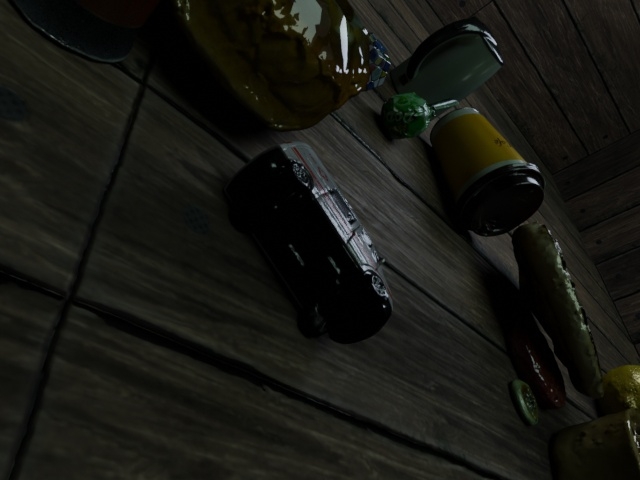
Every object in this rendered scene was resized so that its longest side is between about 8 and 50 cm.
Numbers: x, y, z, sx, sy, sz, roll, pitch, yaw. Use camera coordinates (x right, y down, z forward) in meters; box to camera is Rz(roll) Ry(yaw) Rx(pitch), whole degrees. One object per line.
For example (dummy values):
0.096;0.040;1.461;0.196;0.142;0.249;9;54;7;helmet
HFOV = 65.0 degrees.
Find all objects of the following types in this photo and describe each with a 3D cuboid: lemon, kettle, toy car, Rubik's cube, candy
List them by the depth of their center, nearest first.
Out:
0.000;0.000;0.515;0.209;0.089;0.108;56;24;0;toy car
0.071;-0.319;0.904;0.111;0.111;0.093;-56;137;-58;Rubik's cube
0.232;-0.279;1.068;0.324;0.097;0.097;-29;89;-49;candy
0.294;-0.414;1.184;0.221;0.237;0.161;13;54;-52;kettle
0.802;0.408;1.284;0.207;0.174;0.173;1;62;-47;lemon

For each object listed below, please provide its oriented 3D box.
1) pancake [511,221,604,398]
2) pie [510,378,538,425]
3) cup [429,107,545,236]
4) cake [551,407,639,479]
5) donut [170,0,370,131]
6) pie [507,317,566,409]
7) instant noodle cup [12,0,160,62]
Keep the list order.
0.491;0.143;1.061;0.387;0.082;0.386;-21;90;-76;pancake
0.358;0.279;0.873;0.084;0.021;0.084;36;37;-34;pie
0.356;-0.158;1.115;0.196;0.196;0.279;27;35;-43;cup
0.594;0.423;0.806;0.332;0.321;0.332;35;40;-35;cake
-0.047;-0.281;0.597;0.330;0.160;0.329;56;22;-36;donut
0.429;0.240;0.990;0.182;0.050;0.182;36;38;-35;pie
-0.173;-0.240;0.417;0.127;0.136;0.127;38;36;-35;instant noodle cup
